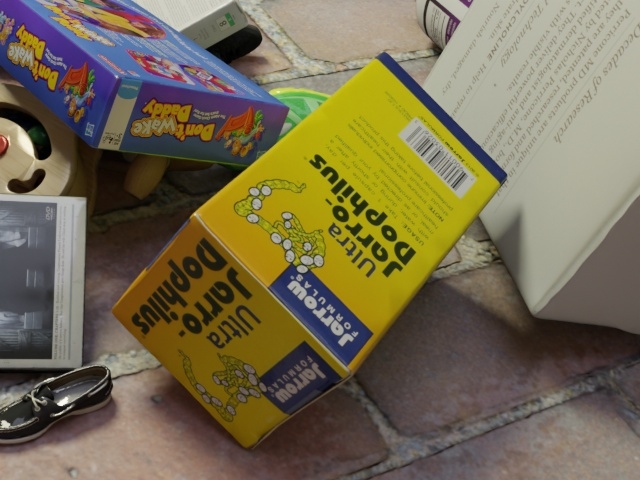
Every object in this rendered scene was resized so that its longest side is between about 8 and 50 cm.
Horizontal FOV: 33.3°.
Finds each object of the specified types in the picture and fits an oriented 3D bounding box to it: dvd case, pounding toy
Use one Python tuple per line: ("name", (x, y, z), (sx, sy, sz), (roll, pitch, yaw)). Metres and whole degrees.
("dvd case", (-0.350, 0.039, 1.041), (0.239, 0.029, 0.179), (2, 73, -14))
("pounding toy", (-0.314, -0.065, 1.198), (0.270, 0.155, 0.154), (17, 69, 17))

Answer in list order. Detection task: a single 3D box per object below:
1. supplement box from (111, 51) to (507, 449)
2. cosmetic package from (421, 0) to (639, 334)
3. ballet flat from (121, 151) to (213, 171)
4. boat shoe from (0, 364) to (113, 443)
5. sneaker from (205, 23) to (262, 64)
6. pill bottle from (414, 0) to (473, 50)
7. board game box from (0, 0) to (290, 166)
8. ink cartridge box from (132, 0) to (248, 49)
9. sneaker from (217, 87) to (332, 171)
("supplement box", (0.000, 0.000, 1.075), (0.195, 0.194, 0.356), (45, 45, -1))
("cosmetic package", (0.374, -0.139, 1.229), (0.329, 0.327, 0.393), (9, 40, -29))
("ballet flat", (-0.233, -0.124, 1.287), (0.232, 0.080, 0.073), (24, 50, 24))
("boat shoe", (-0.252, 0.150, 1.000), (0.125, 0.038, 0.046), (-16, 50, -30))
("sneaker", (-0.146, -0.242, 1.452), (0.170, 0.051, 0.089), (-15, 46, -21))
("pill bottle", (0.264, -0.322, 1.553), (0.182, 0.181, 0.323), (-18, 51, -31))
("board game box", (-0.231, -0.200, 1.203), (0.233, 0.078, 0.347), (4, 26, -46))
("ink cartridge box", (-0.226, -0.302, 1.462), (0.225, 0.056, 0.181), (-30, 46, 4))
("sneaker", (0.017, -0.112, 1.309), (0.296, 0.109, 0.123), (0, 39, -16))
